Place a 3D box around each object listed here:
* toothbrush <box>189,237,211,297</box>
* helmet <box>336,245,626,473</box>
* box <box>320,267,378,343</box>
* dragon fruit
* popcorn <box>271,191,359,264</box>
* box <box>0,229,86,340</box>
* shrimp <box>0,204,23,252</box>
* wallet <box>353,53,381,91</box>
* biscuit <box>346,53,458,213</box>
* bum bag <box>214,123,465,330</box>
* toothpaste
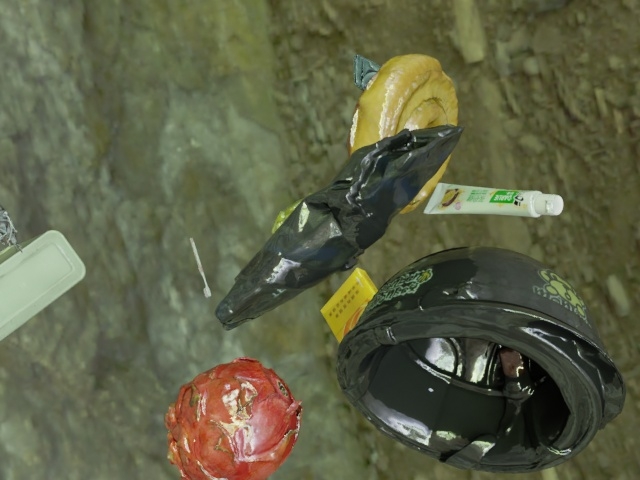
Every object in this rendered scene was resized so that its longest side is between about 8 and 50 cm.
[{"bbox_3d":[-0.176,0.039,1.428,0.006,0.008,0.097,12,-127,-54],"label":"toothbrush"},{"bbox_3d":[0.153,0.091,0.903,0.279,0.231,0.160,-39,20,46],"label":"helmet"},{"bbox_3d":[0.106,0.205,2.311,0.152,0.043,0.269,-51,44,20],"label":"box"},{"bbox_3d":[-0.161,0.331,1.752,0.241,0.252,0.241,45,160,21],"label":"dragon fruit"},{"bbox_3d":[0.000,0.000,1.906,0.212,0.198,0.197,31,136,51],"label":"popcorn"},{"bbox_3d":[-0.832,0.141,2.553,0.344,0.352,0.177,-18,109,53],"label":"box"},{"bbox_3d":[-0.597,-0.030,1.789,0.057,0.065,0.165,-7,128,41],"label":"shrimp"},{"bbox_3d":[0.126,-0.348,2.128,0.026,0.129,0.088,-33,47,43],"label":"wallet"},{"bbox_3d":[0.163,-0.191,1.783,0.102,0.296,0.296,18,130,33],"label":"biscuit"},{"bbox_3d":[0.011,-0.008,0.910,0.074,0.310,0.137,50,-160,9],"label":"bum bag"},{"bbox_3d":[0.343,-0.078,1.963,0.314,0.058,0.055,6,108,46],"label":"toothpaste"}]
